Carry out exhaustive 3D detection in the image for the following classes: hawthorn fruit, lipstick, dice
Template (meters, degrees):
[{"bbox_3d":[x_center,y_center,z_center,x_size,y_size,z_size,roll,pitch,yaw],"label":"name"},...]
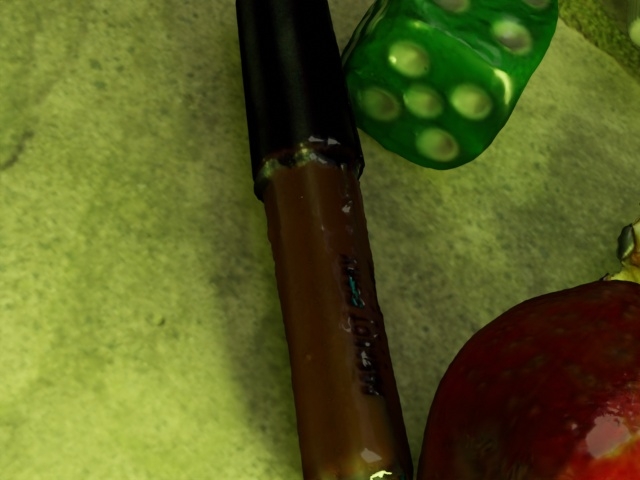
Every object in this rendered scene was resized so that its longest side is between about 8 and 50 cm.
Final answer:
[{"bbox_3d":[0.153,0.143,1.107,0.215,0.215,0.249,47,55,9],"label":"hawthorn fruit"},{"bbox_3d":[0.000,0.000,1.204,0.077,0.077,0.418,6,55,-25],"label":"lipstick"},{"bbox_3d":[0.090,-0.140,1.315,0.120,0.131,0.128,31,50,-5],"label":"dice"}]

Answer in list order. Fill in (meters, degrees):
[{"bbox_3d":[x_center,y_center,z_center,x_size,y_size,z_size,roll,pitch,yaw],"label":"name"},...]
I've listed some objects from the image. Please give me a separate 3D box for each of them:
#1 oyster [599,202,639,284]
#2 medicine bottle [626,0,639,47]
[{"bbox_3d":[0.310,0.023,1.345,0.221,0.096,0.361,25,49,-4],"label":"oyster"},{"bbox_3d":[0.356,-0.343,1.469,0.224,0.224,0.385,10,81,-22],"label":"medicine bottle"}]
